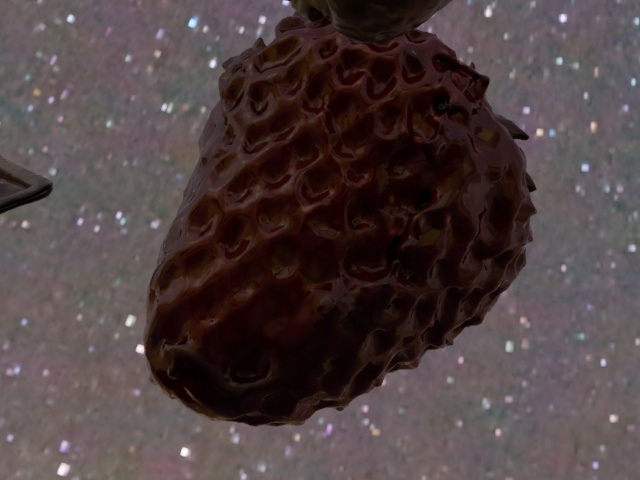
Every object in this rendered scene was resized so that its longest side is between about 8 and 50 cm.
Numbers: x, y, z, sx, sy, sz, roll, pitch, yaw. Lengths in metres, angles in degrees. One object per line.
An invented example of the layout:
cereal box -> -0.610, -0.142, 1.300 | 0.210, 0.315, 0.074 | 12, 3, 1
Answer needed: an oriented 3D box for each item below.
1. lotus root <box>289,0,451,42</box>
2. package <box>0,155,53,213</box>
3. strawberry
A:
lotus root -> 0.052, -0.159, 0.492 | 0.192, 0.113, 0.088 | -50, -49, 6
package -> -0.302, -0.035, 0.955 | 0.173, 0.171, 0.027 | 26, -51, 45
strawberry -> 0.000, 0.000, 0.742 | 0.205, 0.244, 0.205 | 27, -37, 22
